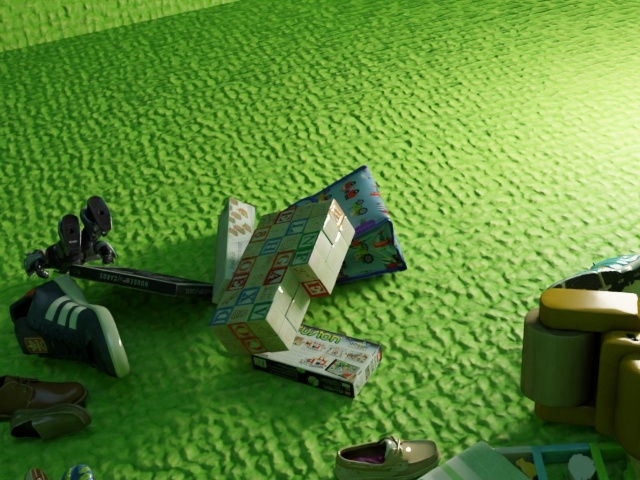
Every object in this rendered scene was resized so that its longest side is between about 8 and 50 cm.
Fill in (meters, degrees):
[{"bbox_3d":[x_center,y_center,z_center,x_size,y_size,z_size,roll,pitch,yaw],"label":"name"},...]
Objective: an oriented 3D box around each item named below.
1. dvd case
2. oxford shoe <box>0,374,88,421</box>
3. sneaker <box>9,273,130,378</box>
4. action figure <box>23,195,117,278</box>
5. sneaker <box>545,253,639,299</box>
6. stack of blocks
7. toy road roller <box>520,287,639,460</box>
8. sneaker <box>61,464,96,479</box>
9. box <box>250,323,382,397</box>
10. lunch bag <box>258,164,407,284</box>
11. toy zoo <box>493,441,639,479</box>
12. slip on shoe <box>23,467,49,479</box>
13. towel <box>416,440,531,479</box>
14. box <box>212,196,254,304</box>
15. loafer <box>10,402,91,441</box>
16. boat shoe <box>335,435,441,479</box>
[{"bbox_3d":[-0.340,0.079,1.950,0.239,0.029,0.179,8,0,21],"label":"dvd case"},{"bbox_3d":[-0.515,0.268,1.743,0.212,0.076,0.076,-6,32,-2],"label":"oxford shoe"},{"bbox_3d":[-0.468,0.178,1.828,0.148,0.131,0.350,-23,27,-26],"label":"sneaker"},{"bbox_3d":[-0.495,0.018,1.989,0.185,0.285,0.099,-21,79,-29],"label":"action figure"},{"bbox_3d":[0.526,0.086,1.843,0.275,0.107,0.110,-14,15,-20],"label":"sneaker"},{"bbox_3d":[-0.066,0.066,1.825,0.171,0.087,0.297,-11,39,32],"label":"stack of blocks"},{"bbox_3d":[0.462,0.215,1.501,0.330,0.202,0.240,5,23,17],"label":"toy road roller"},{"bbox_3d":[-0.349,0.426,1.480,0.067,0.078,0.188,-15,49,6],"label":"sneaker"},{"bbox_3d":[-0.007,0.207,1.780,0.207,0.036,0.114,13,38,27],"label":"box"},{"bbox_3d":[0.000,0.000,2.039,0.293,0.138,0.221,-21,36,2],"label":"lunch bag"},{"bbox_3d":[0.336,0.379,1.469,0.293,0.030,0.192,-4,34,3],"label":"toy zoo"},{"bbox_3d":[-0.437,0.413,1.544,0.041,0.051,0.135,-47,45,10],"label":"slip on shoe"},{"bbox_3d":[0.179,0.415,1.372,0.325,0.038,0.248,-24,37,-25],"label":"towel"},{"bbox_3d":[-0.175,0.023,2.035,0.063,0.067,0.324,22,27,-16],"label":"box"},{"bbox_3d":[-0.458,0.313,1.688,0.148,0.056,0.050,-9,33,15],"label":"loafer"},{"bbox_3d":[0.105,0.335,1.548,0.170,0.059,0.063,-11,34,-7],"label":"boat shoe"}]
